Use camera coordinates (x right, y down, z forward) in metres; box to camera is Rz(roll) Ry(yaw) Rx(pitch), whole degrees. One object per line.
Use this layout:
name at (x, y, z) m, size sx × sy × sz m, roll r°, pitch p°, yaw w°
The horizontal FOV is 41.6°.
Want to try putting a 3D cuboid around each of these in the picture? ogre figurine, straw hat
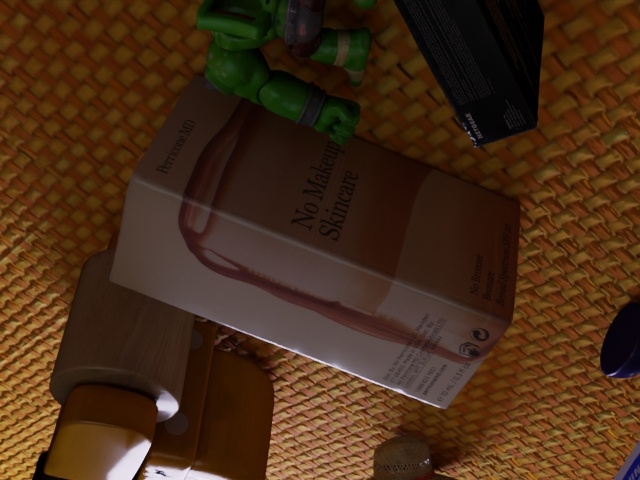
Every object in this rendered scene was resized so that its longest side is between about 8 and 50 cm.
ogre figurine at (-0.021, -0.163, 0.576) m, size 0.118 × 0.096 × 0.197 m, roll 5°, pitch 147°, yaw -3°
straw hat at (0.094, 0.260, 0.973) m, size 0.145 × 0.144 × 0.061 m, roll -5°, pitch 89°, yaw 23°

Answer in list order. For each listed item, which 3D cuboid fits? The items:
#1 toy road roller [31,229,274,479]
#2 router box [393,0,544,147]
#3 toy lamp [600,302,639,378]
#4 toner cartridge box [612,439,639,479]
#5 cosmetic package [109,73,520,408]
toy road roller at (-0.151, 0.163, 0.874) m, size 0.241 × 0.202 × 0.329 m, roll 14°, pitch 142°, yaw -13°
router box at (0.082, -0.166, 0.509) m, size 0.046 × 0.133 × 0.179 m, roll -16°, pitch 126°, yaw 30°
toy lamp at (0.391, 0.135, 0.747) m, size 0.275 × 0.080 × 0.080 m, roll 23°, pitch 136°, yaw -3°
toner cartridge box at (0.378, 0.144, 0.670) m, size 0.165 × 0.075 × 0.347 m, roll 23°, pitch 114°, yaw -1°
cosmetic package at (0.000, 0.000, 0.690) m, size 0.296 × 0.153 × 0.129 m, roll 20°, pitch 134°, yaw -4°
